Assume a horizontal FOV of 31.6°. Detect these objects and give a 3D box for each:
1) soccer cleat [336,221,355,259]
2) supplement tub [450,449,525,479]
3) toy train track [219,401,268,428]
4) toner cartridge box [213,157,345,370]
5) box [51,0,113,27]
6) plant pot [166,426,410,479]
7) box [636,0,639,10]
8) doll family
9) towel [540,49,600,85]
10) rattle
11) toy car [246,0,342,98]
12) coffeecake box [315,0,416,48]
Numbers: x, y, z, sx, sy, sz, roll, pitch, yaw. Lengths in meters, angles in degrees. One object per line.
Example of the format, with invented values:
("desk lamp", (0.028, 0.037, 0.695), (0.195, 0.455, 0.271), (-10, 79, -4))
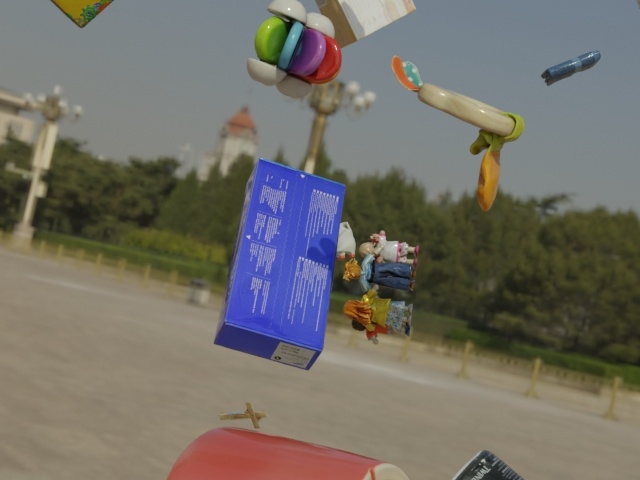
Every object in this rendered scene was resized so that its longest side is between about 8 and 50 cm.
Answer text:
("soccer cleat", (0.000, 0.000, 2.138), (0.068, 0.076, 0.196), (-14, -7, 32))
("supplement tub", (0.321, 0.501, 1.794), (0.316, 0.193, 0.193), (40, 6, 17))
("toy train track", (-0.119, 0.271, 1.764), (0.083, 0.048, 0.014), (-8, 23, 24))
("toner cartridge box", (-0.063, 0.034, 1.879), (0.165, 0.347, 0.075), (18, -39, -12))
("box", (-0.345, -0.516, 1.634), (0.290, 0.279, 0.177), (53, 5, 39))
("plant pot", (-0.025, 0.363, 1.368), (0.243, 0.275, 0.275), (-4, -11, 33))
("box", (0.593, -0.469, 1.753), (0.345, 0.215, 0.168), (56, 7, -40))
("doll family", (0.131, 0.107, 2.560), (0.163, 0.263, 0.118), (6, -2, 5))
("towel", (0.527, -0.362, 2.371), (0.119, 0.029, 0.067), (-21, -5, -2))
("rattle", (0.169, -0.152, 1.563), (0.200, 0.142, 0.130), (19, 29, -4))
("toy car", (-0.033, -0.338, 2.031), (0.136, 0.159, 0.182), (26, 5, 41))
("coffeecake box", (0.086, -0.491, 2.289), (0.185, 0.142, 0.068), (-33, 12, -35))
